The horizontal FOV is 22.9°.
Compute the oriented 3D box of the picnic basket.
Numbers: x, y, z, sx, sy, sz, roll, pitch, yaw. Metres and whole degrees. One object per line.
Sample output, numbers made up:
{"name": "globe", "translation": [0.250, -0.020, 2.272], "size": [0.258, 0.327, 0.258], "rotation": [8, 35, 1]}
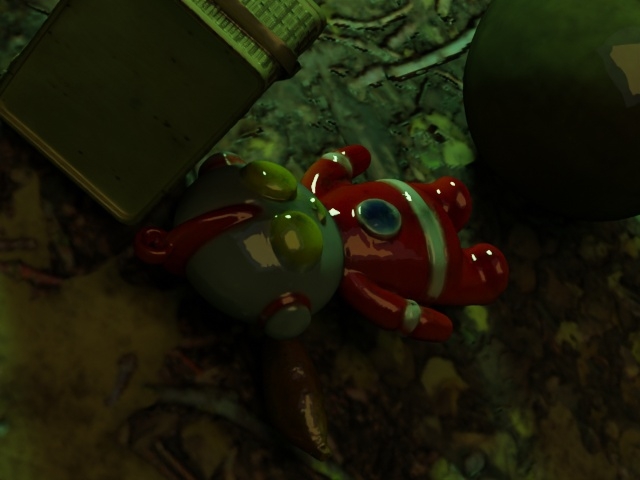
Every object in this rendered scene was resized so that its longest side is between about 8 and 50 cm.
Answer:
{"name": "picnic basket", "translation": [-0.089, -0.097, 0.849], "size": [0.115, 0.164, 0.079], "rotation": [43, 42, -9]}

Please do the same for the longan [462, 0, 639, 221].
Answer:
{"name": "longan", "translation": [0.174, -0.101, 1.029], "size": [0.167, 0.167, 0.187], "rotation": [22, 56, -24]}

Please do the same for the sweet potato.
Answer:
{"name": "sweet potato", "translation": [-0.016, 0.083, 0.890], "size": [0.034, 0.034, 0.095], "rotation": [4, 53, -32]}

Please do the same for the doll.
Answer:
{"name": "doll", "translation": [0.000, 0.000, 0.915], "size": [0.245, 0.076, 0.142], "rotation": [2, 50, -38]}
